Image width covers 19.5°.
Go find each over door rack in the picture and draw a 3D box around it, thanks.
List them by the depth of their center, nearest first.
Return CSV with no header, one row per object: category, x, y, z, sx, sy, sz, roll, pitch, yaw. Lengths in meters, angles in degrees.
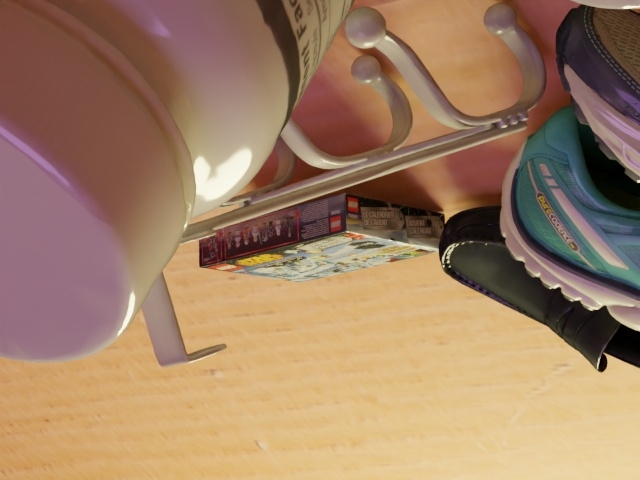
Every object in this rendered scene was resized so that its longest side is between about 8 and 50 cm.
over door rack,-0.058,-0.032,1.003,0.239,0.324,0.108,-17,104,47

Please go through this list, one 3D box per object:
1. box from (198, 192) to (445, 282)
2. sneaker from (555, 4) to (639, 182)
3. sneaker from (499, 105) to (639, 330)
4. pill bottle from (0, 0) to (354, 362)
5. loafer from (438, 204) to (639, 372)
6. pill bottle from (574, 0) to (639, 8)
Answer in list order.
box,0.000,0.000,1.204,0.137,0.027,0.094,-13,164,43
sneaker,0.258,-0.071,0.936,0.283,0.110,0.122,22,134,-5
sneaker,0.233,0.011,1.044,0.275,0.107,0.110,22,136,6
pill bottle,-0.083,-0.136,0.826,0.204,0.361,0.204,18,143,14
loafer,0.174,0.039,1.133,0.223,0.078,0.076,18,144,13
pill bottle,0.072,-0.227,0.601,0.169,0.169,0.301,-2,137,35
